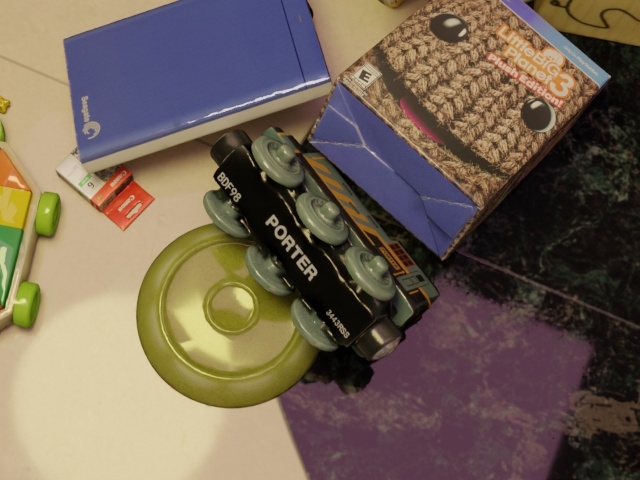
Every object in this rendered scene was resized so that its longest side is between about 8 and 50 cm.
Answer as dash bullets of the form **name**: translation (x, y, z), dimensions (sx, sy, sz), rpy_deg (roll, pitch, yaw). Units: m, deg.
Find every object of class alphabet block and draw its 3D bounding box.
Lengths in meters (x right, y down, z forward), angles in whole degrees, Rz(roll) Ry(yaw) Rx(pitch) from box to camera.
- **alphabet block**: translation (0.403, -0.393, 1.587), dimensions (0.192, 0.197, 0.194), rpy_deg (12, 73, -1)

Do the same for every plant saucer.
- **plant saucer**: translation (-0.109, 0.086, 1.493), dimensions (0.240, 0.037, 0.241), rpy_deg (1, 74, -5)

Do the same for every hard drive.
- **hard drive**: translation (-0.159, -0.220, 1.505), dimensions (0.318, 0.040, 0.210), rpy_deg (-18, 56, 4)

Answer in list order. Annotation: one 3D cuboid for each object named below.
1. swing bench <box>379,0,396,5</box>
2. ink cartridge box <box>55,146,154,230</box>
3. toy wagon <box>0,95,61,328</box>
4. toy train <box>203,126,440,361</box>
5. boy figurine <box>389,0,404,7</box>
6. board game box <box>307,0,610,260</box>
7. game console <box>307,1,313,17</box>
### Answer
- **swing bench**: translation (0.158, -0.450, 1.445), dimensions (0.254, 0.165, 0.253), rpy_deg (-12, 119, 1)
- **ink cartridge box**: translation (-0.274, -0.073, 1.527), dimensions (0.115, 0.029, 0.063), rpy_deg (40, 75, 7)
- **toy wagon**: translation (-0.462, -0.038, 1.482), dimensions (0.267, 0.068, 0.345), rpy_deg (10, 74, -2)
- **toy train**: translation (0.000, 0.000, 1.456), dimensions (0.142, 0.190, 0.334), rpy_deg (-46, 73, 24)
- **boy figurine**: translation (0.153, -0.449, 1.619), dimensions (0.177, 0.092, 0.285), rpy_deg (39, 92, 38)
- **board game box**: translation (0.173, -0.164, 1.494), dimensions (0.232, 0.141, 0.291), rpy_deg (42, 59, 7)
- **game console**: translation (-0.083, -0.313, 1.592), dimensions (0.071, 0.107, 0.122), rpy_deg (-19, 76, -39)
